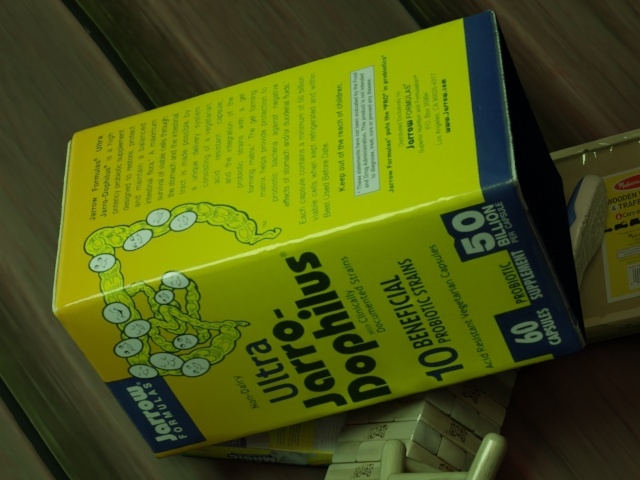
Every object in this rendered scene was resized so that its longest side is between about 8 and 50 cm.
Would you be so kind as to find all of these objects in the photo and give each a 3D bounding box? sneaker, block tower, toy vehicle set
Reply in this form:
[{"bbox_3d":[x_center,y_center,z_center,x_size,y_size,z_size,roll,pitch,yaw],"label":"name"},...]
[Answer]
[{"bbox_3d":[0.175,0.012,1.610,0.084,0.058,0.152,15,85,28],"label":"sneaker"},{"bbox_3d":[0.055,0.221,1.545,0.097,0.091,0.335,-11,53,48],"label":"block tower"},{"bbox_3d":[0.269,-0.010,1.620,0.267,0.035,0.166,-14,62,28],"label":"toy vehicle set"}]

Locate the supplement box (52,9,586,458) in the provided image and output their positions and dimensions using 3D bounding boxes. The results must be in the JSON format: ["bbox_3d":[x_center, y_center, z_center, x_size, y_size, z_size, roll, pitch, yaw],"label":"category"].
[{"bbox_3d":[0.000,0.000,1.517,0.356,0.194,0.195,-16,44,14],"label":"supplement box"}]

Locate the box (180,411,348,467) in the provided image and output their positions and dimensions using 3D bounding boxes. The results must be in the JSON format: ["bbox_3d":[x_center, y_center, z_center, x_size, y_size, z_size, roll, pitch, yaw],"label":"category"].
[{"bbox_3d":[-0.048,0.131,1.637,0.179,0.043,0.105,5,66,4],"label":"box"}]

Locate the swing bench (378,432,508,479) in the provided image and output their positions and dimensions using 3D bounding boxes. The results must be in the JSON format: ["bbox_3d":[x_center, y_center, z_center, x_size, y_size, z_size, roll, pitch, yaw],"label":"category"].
[{"bbox_3d":[0.153,0.299,1.424,0.253,0.165,0.255,24,73,-23],"label":"swing bench"}]
